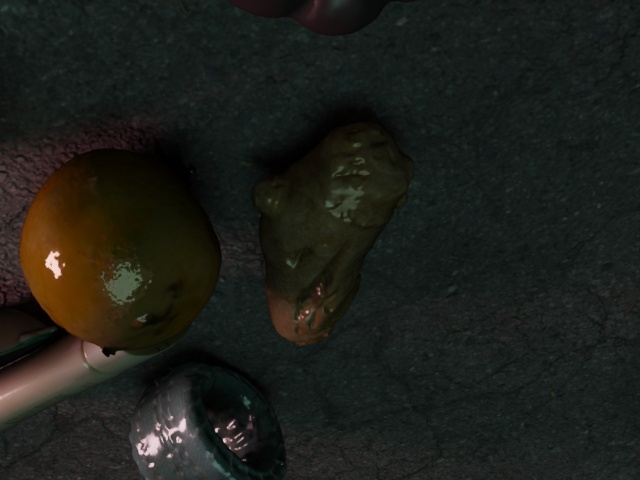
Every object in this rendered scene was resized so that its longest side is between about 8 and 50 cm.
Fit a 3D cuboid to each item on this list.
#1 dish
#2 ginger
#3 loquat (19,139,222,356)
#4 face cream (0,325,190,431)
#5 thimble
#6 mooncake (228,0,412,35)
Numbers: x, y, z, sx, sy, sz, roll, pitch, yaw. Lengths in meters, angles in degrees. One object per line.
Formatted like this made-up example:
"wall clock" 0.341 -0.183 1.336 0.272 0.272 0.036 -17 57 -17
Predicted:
"dish" -0.462 0.137 1.224 0.224 0.246 0.078 -25 88 19
"ginger" 0.000 0.000 1.178 0.190 0.126 0.354 -1 133 -16
"loquat" -0.225 0.004 1.089 0.244 0.243 0.243 -5 135 -5
"face cream" -0.346 0.173 1.277 0.349 0.173 0.081 -27 92 16
"thimble" -0.169 0.290 1.392 0.143 0.198 0.235 -32 98 23
"mooncake" -0.007 -0.333 0.836 0.306 0.154 0.306 -7 135 -7
